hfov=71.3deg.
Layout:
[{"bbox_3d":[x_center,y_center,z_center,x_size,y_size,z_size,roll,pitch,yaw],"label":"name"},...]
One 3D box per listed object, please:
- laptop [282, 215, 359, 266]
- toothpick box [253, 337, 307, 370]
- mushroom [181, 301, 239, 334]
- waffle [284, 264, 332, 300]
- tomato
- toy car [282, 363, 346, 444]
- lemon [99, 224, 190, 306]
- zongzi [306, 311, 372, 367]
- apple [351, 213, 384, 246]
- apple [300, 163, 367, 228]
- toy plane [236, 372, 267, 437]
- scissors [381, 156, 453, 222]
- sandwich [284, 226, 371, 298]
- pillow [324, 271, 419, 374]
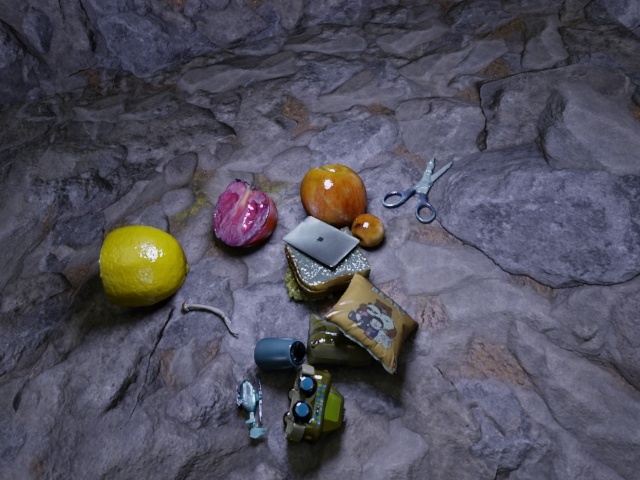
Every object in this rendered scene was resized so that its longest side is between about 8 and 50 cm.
[{"bbox_3d":[0.000,0.000,1.824,0.269,0.015,0.187,28,51,27],"label":"laptop"},{"bbox_3d":[-0.142,0.410,1.620,0.184,0.120,0.120,-14,47,38],"label":"toothpick box"},{"bbox_3d":[-0.446,0.311,1.850,0.306,0.043,0.068,17,78,21],"label":"mushroom"},{"bbox_3d":[-0.043,0.158,1.858,0.214,0.054,0.208,-2,51,3],"label":"waffle"},{"bbox_3d":[-0.334,-0.100,2.039,0.335,0.176,0.290,26,84,31],"label":"tomato"},{"bbox_3d":[-0.009,0.561,1.508,0.198,0.204,0.248,14,57,-7],"label":"toy car"},{"bbox_3d":[-0.727,0.103,1.884,0.364,0.364,0.364,-6,54,8],"label":"lemon"},{"bbox_3d":[0.075,0.358,1.672,0.250,0.125,0.274,7,22,-3],"label":"zongzi"},{"bbox_3d":[0.197,-0.043,1.895,0.146,0.146,0.146,-6,54,8],"label":"apple"},{"bbox_3d":[0.054,-0.208,1.967,0.301,0.301,0.302,-6,54,8],"label":"apple"},{"bbox_3d":[-0.250,0.590,1.598,0.096,0.060,0.235,-6,49,-9],"label":"toy plane"},{"bbox_3d":[0.480,-0.251,2.056,0.256,0.029,0.383,29,64,27],"label":"scissors"},{"bbox_3d":[0.028,0.089,1.814,0.301,0.099,0.271,-16,46,-16],"label":"sandwich"},{"bbox_3d":[0.190,0.281,1.586,0.310,0.119,0.312,37,35,7],"label":"pillow"}]
